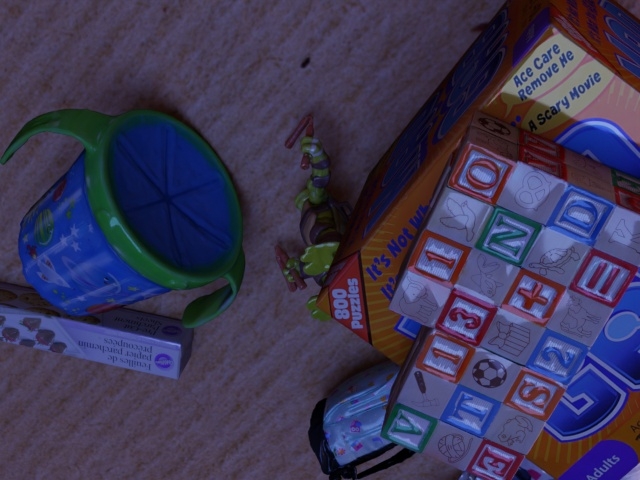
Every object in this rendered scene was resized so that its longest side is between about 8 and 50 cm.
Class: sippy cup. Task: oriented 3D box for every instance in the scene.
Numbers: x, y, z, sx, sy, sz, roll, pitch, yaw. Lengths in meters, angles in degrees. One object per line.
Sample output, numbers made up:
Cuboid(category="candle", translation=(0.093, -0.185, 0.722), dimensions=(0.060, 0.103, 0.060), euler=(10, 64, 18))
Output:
Cuboid(category="sippy cup", translation=(-0.256, -0.015, 1.294), dimensions=(0.224, 0.240, 0.305), euler=(-27, 85, 32))

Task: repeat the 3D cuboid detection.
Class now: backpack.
Cuboid(category="backpack", translation=(0.078, 0.232, 1.381), dimensions=(0.182, 0.152, 0.115), euler=(-27, 103, 16))

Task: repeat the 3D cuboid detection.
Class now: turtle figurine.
Cuboid(category="turtle figurine", translation=(0.000, 0.000, 1.263), dimensions=(0.087, 0.217, 0.269), euler=(2, 124, -11))

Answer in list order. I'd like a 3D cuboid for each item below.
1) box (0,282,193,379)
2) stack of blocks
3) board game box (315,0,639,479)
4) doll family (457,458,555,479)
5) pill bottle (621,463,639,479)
Cuboid(category="box", translation=(-0.346, 0.125, 1.457), dimensions=(0.324, 0.067, 0.063), euler=(12, 117, 7))
Cuboid(category="stack of blocks", translation=(0.151, 0.058, 0.904), dimensions=(0.171, 0.087, 0.297), euler=(23, 117, 1))
Cuboid(category="board game box", translation=(0.266, -0.029, 1.090), dimensions=(0.356, 0.356, 0.356), euler=(36, 117, -6))
Cuboid(category="doll family", translation=(0.280, 0.349, 1.412), dimensions=(0.163, 0.118, 0.263), euler=(35, 120, 14))
Cuboid(category="pill bottle", translation=(0.373, 0.232, 1.332), dimensions=(0.112, 0.112, 0.187), euler=(-22, 109, 20))
